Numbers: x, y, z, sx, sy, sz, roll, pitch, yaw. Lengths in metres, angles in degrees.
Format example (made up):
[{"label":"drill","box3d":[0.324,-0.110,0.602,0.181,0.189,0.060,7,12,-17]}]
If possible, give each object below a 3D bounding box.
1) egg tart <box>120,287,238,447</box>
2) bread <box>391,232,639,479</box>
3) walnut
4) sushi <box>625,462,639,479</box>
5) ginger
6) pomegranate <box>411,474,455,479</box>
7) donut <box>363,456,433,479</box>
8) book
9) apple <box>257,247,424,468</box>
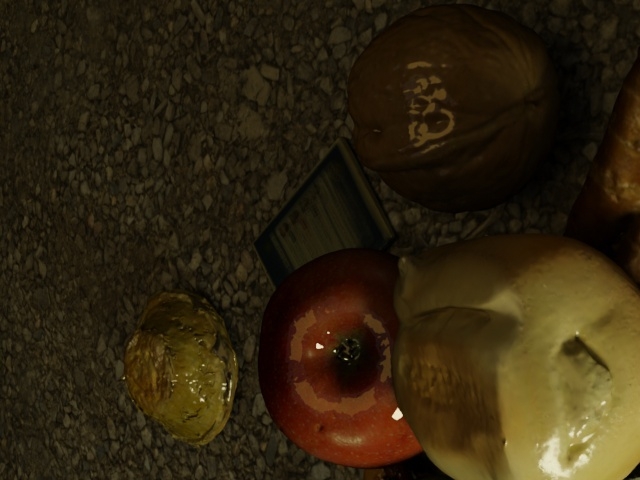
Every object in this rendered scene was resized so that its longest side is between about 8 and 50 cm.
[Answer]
[{"label":"egg tart","box3d":[-0.301,0.261,2.391,0.341,0.132,0.341,2,92,48]},{"label":"bread","box3d":[0.267,0.161,1.509,0.376,0.253,0.348,161,101,-72]},{"label":"walnut","box3d":[0.187,-0.189,1.708,0.333,0.333,0.333,1,91,49]},{"label":"sushi","box3d":[0.474,0.240,1.487,0.225,0.136,0.126,-18,68,53]},{"label":"ginger","box3d":[0.450,-0.062,1.479,0.254,0.176,0.418,47,133,41]},{"label":"pomegranate","box3d":[0.194,0.422,1.734,0.242,0.242,0.306,27,111,46]},{"label":"donut","box3d":[0.135,0.406,1.939,0.140,0.059,0.140,1,92,49]},{"label":"book","box3d":[0.000,0.000,2.124,0.322,0.018,0.228,-48,57,38]},{"label":"apple","box3d":[0.062,0.181,1.820,0.348,0.277,0.348,-2,83,16]}]
